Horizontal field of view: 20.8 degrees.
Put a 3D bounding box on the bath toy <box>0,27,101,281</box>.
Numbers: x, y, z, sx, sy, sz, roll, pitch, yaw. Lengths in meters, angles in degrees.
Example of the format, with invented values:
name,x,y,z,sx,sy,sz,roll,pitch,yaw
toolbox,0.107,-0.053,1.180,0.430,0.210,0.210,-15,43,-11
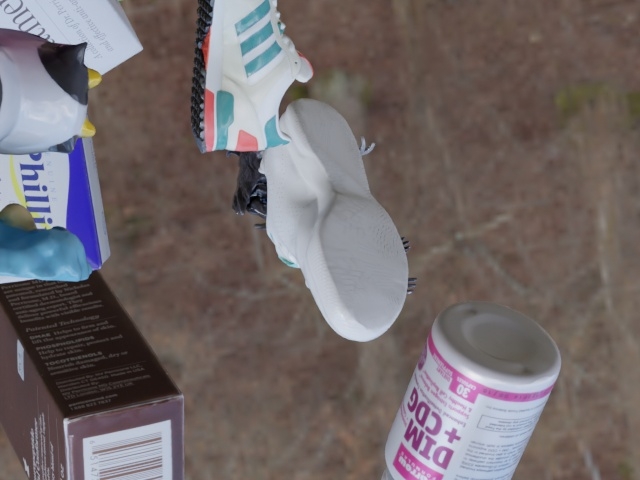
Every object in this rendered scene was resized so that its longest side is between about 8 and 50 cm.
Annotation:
name,x,y,z,sx,sy,sz,roll,pitch,yaw
bath toy,-0.173,-0.154,0.930,0.129,0.348,0.151,6,-171,11

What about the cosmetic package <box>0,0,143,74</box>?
name,x,y,z,sx,sy,sz,roll,pitch,yaw
cosmetic package,-0.315,-0.171,1.090,0.284,0.097,0.377,-30,148,3

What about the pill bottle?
name,x,y,z,sx,sy,sz,roll,pitch,yaw
pill bottle,0.172,0.228,2.118,0.160,0.283,0.160,13,-149,-8

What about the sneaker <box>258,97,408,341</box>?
name,x,y,z,sx,sy,sz,roll,pitch,yaw
sneaker,0.000,0.000,1.294,0.080,0.212,0.094,15,134,-33

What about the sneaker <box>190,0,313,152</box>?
name,x,y,z,sx,sy,sz,roll,pitch,yaw
sneaker,-0.042,-0.135,1.150,0.075,0.161,0.057,3,-166,-14

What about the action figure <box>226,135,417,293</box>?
name,x,y,z,sx,sy,sz,roll,pitch,yaw
action figure,0.001,-0.051,1.920,0.141,0.275,0.164,-30,-147,28

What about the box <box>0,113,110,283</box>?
name,x,y,z,sx,sy,sz,roll,pitch,yaw
box,-0.252,-0.033,1.439,0.137,0.126,0.072,-8,-172,0

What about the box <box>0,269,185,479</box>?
name,x,y,z,sx,sy,sz,roll,pitch,yaw
box,-0.279,0.164,1.962,0.143,0.191,0.381,-10,-150,-21
